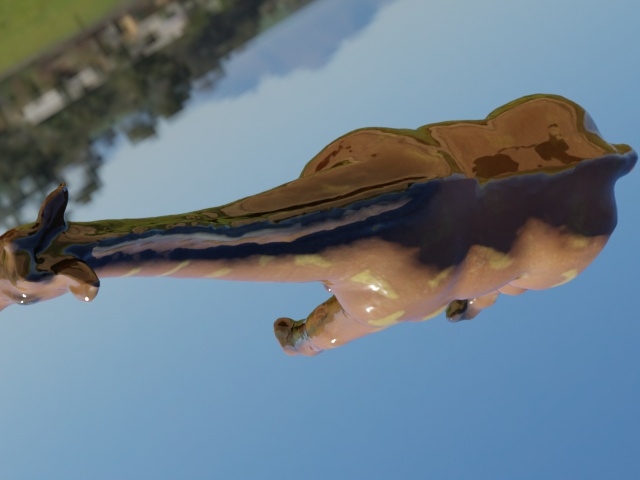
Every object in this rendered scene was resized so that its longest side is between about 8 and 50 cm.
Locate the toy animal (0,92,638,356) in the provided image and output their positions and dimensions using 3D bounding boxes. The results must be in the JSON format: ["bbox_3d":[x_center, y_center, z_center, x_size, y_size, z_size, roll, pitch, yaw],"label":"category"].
[{"bbox_3d":[0.000,0.000,0.615,0.224,0.066,0.230,-17,170,-6],"label":"toy animal"}]
